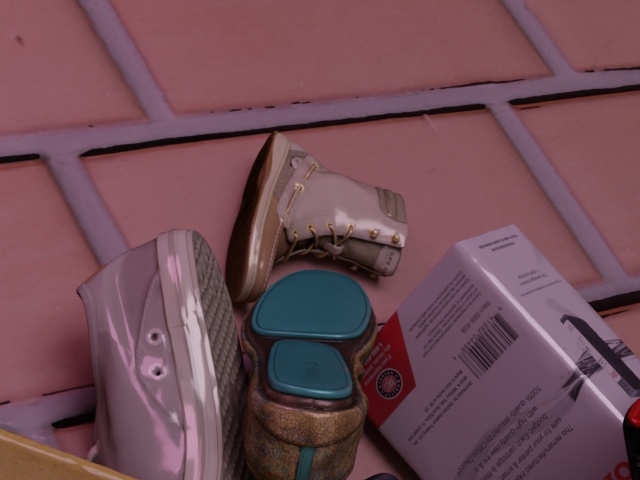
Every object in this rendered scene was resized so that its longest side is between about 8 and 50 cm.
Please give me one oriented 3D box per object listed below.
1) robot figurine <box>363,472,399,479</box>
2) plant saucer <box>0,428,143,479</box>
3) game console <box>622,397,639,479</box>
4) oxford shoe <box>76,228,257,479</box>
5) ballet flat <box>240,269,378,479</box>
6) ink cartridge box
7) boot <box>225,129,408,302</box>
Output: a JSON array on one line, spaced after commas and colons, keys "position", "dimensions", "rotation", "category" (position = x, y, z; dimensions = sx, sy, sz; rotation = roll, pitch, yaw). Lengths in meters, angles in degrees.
[{"position": [0.066, 0.324, 1.346], "dimensions": [0.278, 0.209, 0.173], "rotation": [63, 6, 6], "category": "robot figurine"}, {"position": [-0.167, 0.295, 1.146], "dimensions": [0.333, 0.081, 0.332], "rotation": [21, 38, -7], "category": "plant saucer"}, {"position": [0.346, 0.285, 1.460], "dimensions": [0.342, 0.060, 0.386], "rotation": [-19, 100, -55], "category": "game console"}, {"position": [-0.120, 0.201, 1.418], "dimensions": [0.130, 0.169, 0.449], "rotation": [-16, 61, 8], "category": "oxford shoe"}, {"position": [-0.014, 0.123, 1.487], "dimensions": [0.123, 0.123, 0.348], "rotation": [27, 14, -6], "category": "ballet flat"}, {"position": [0.180, 0.153, 1.563], "dimensions": [0.273, 0.197, 0.114], "rotation": [49, 32, 17], "category": "ink cartridge box"}, {"position": [0.000, 0.000, 1.701], "dimensions": [0.165, 0.077, 0.213], "rotation": [25, 43, -12], "category": "boot"}]
